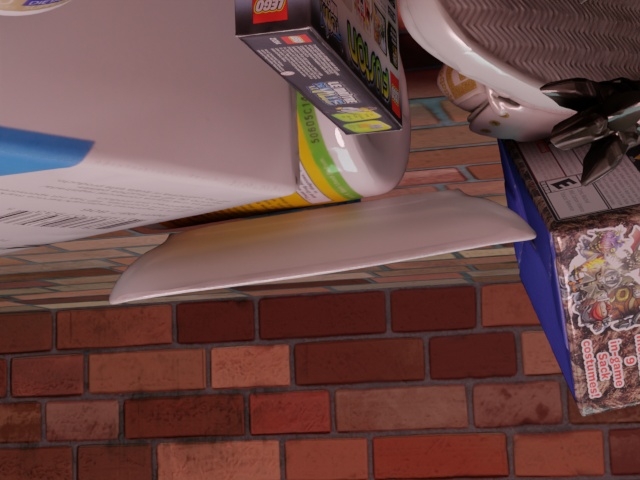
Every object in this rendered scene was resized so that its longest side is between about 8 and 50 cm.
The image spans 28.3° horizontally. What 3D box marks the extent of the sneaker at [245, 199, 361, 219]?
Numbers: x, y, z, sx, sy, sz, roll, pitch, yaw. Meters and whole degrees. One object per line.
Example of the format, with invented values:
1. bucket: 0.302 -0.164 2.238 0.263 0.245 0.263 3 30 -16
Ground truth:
1. sneaker: -0.081 -0.060 1.100 0.208 0.127 0.319 -6 161 13

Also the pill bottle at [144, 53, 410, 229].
1. pill bottle: -0.074 -0.081 0.864 0.245 0.136 0.136 -9 170 23

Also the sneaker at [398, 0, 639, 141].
1. sneaker: 0.122 -0.115 0.820 0.292 0.108 0.169 4 167 -42

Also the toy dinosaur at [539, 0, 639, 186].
1. toy dinosaur: 0.209 -0.135 0.608 0.218 0.164 0.322 -25 144 31

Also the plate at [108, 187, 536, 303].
1. plate: 0.000 0.000 0.928 0.277 0.045 0.278 -10 180 1

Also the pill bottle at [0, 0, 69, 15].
1. pill bottle: -0.089 -0.159 0.454 0.112 0.112 0.186 3 170 -32

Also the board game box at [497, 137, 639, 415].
1. board game box: 0.294 -0.018 0.911 0.291 0.141 0.232 -12 -156 3

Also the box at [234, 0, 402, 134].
1. box: 0.004 -0.131 0.653 0.036 0.114 0.207 -4 171 14

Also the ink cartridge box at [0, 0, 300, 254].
1. ink cartridge box: -0.249 -0.087 0.710 0.395 0.166 0.285 -10 168 44
